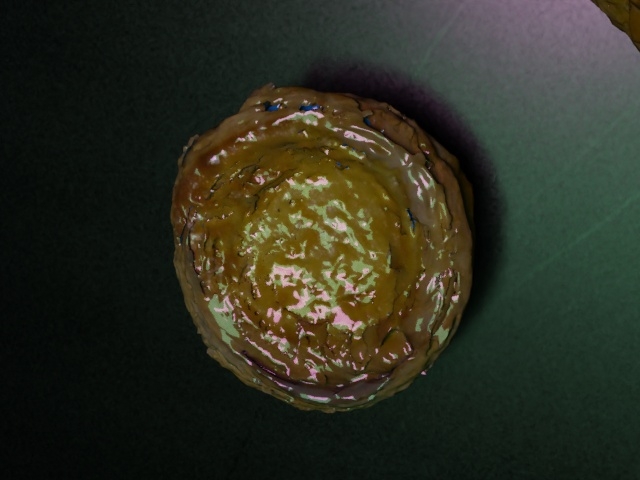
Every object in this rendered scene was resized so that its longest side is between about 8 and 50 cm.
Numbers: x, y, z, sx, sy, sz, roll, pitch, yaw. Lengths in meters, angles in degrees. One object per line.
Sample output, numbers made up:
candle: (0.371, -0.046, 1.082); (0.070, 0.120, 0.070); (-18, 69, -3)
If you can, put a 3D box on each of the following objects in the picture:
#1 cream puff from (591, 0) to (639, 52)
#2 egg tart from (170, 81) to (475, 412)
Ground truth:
cream puff: (0.295, -0.203, 1.281); (0.221, 0.194, 0.195); (2, 103, 22)
egg tart: (0.000, 0.000, 1.468); (0.290, 0.107, 0.291); (3, 105, 13)
